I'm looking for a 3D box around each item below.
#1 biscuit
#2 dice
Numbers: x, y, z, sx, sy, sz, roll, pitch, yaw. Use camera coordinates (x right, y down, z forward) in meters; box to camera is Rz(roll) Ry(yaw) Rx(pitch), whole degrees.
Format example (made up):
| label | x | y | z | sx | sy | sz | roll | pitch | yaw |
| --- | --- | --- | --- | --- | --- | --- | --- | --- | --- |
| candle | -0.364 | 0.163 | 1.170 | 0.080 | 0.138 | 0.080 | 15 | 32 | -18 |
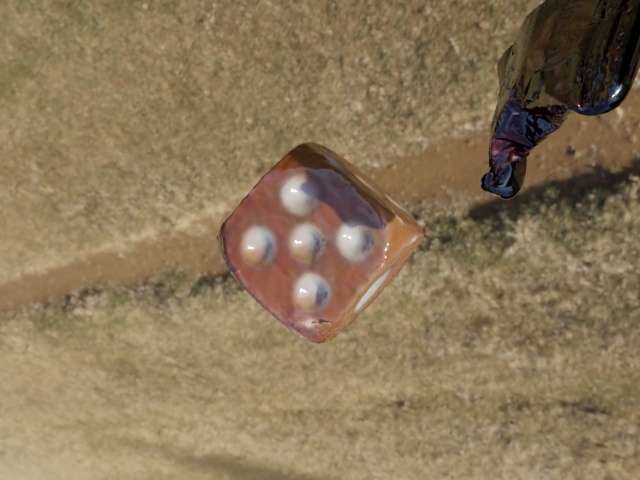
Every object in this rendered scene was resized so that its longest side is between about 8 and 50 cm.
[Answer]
| label | x | y | z | sx | sy | sz | roll | pitch | yaw |
| --- | --- | --- | --- | --- | --- | --- | --- | --- | --- |
| biscuit | 0.189 | -0.134 | 0.732 | 0.063 | 0.151 | 0.235 | 20 | 162 | -5 |
| dice | 0.000 | 0.000 | 1.032 | 0.179 | 0.175 | 0.174 | 40 | -169 | 10 |
